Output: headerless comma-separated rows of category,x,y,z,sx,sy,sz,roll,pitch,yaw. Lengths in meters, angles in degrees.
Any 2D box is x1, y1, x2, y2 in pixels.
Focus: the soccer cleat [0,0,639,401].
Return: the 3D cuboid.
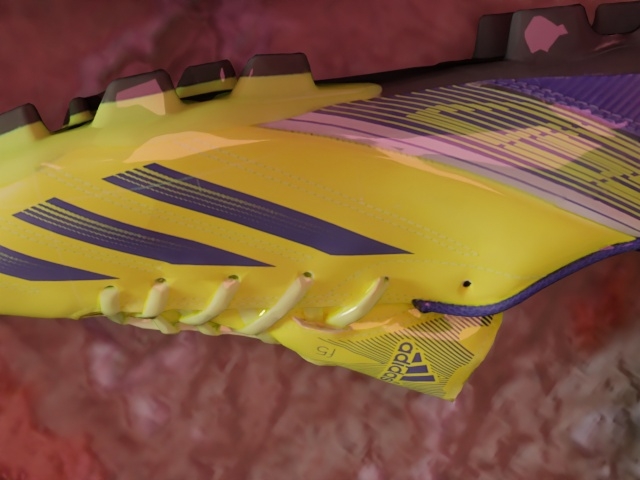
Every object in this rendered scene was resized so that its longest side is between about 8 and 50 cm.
soccer cleat,0.001,0.000,0.427,0.289,0.093,0.121,-10,98,-2
